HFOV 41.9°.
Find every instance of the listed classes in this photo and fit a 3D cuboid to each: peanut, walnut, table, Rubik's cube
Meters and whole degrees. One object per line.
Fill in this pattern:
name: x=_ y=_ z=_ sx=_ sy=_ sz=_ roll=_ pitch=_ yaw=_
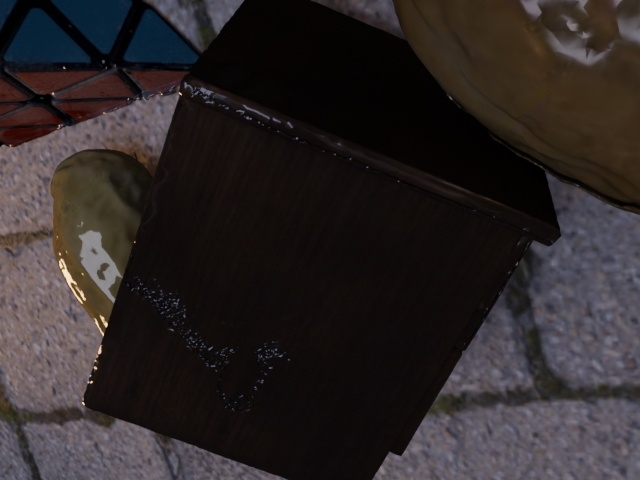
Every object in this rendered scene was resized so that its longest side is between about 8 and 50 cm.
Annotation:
peanut: x=-0.122 y=0.033 z=0.593 sx=0.099 sy=0.090 sz=0.214 roll=-30 pitch=94 yaw=24
walnut: x=0.146 y=-0.112 z=0.347 sx=0.245 sy=0.198 sz=0.198 roll=36 pitch=121 yaw=3
table: x=0.000 y=0.000 z=0.452 sx=0.173 sy=0.169 sz=0.193 roll=22 pitch=120 yaw=-6
Rubik's cube: x=-0.225 y=-0.166 z=0.591 sx=0.190 sy=0.211 sz=0.178 roll=-23 pitch=74 yaw=55
